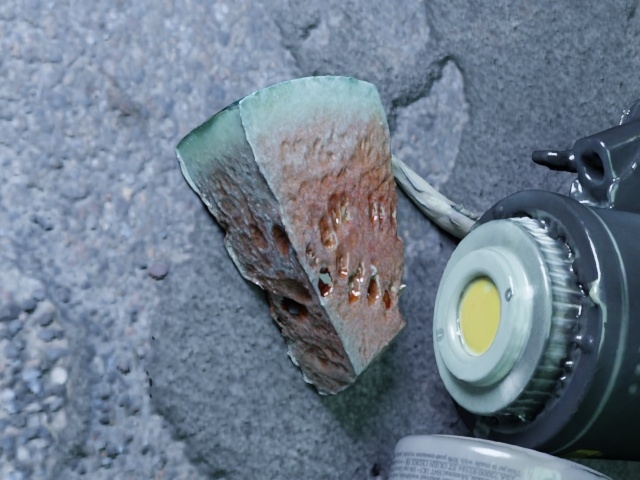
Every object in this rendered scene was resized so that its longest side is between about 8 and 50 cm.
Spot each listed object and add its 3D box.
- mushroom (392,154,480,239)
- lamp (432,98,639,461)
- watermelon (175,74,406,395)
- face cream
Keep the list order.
[{"bbox_3d":[0.156,-0.030,1.092,0.306,0.043,0.068,5,63,-27],"label":"mushroom"},{"bbox_3d":[0.226,0.083,1.023,0.272,0.205,0.374,-13,97,-26],"label":"lamp"},{"bbox_3d":[0.000,0.000,0.985,0.154,0.094,0.241,-19,95,-38],"label":"watermelon"},{"bbox_3d":[0.126,0.236,0.964,0.177,0.177,0.152,22,74,-25],"label":"face cream"}]
